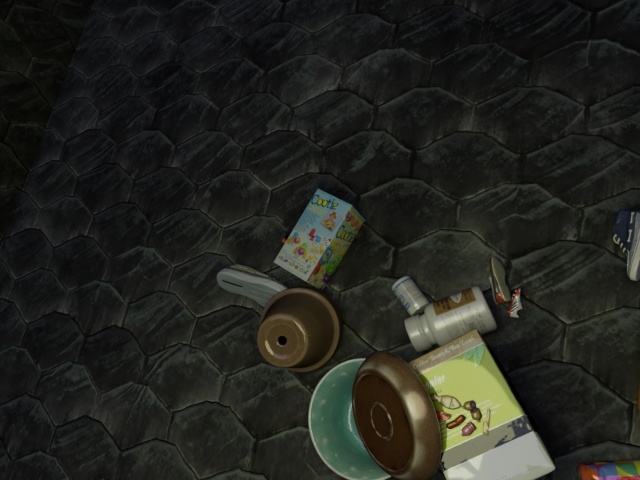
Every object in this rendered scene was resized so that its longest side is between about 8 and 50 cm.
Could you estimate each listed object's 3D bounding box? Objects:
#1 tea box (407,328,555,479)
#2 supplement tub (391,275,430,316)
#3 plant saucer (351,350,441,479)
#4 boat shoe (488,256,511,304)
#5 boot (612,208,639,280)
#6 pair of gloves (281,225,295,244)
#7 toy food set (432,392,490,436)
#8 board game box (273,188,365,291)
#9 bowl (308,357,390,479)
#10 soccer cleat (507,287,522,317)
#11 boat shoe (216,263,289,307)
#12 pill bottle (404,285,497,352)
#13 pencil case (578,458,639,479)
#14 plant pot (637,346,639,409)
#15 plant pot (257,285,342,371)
[{"bbox_3d":[0.381,0.423,1.252,0.220,0.329,0.323,-30,62,12],"label":"tea box"},{"bbox_3d":[0.267,0.165,1.536,0.071,0.071,0.107,-38,61,7],"label":"supplement tub"},{"bbox_3d":[0.158,0.417,1.211,0.310,0.050,0.310,23,117,58],"label":"plant saucer"},{"bbox_3d":[0.500,0.114,1.471,0.043,0.049,0.137,-40,53,52],"label":"boat shoe"},{"bbox_3d":[0.817,0.010,1.368,0.086,0.069,0.190,10,80,49],"label":"boot"},{"bbox_3d":[-0.090,-0.009,1.782,0.083,0.010,0.074,29,87,31],"label":"pair of gloves"},{"bbox_3d":[0.296,0.375,1.105,0.122,0.019,0.078,4,74,25],"label":"toy food set"},{"bbox_3d":[0.000,0.000,1.666,0.144,0.142,0.275,29,86,29],"label":"board game box"},{"bbox_3d":[0.140,0.490,1.426,0.311,0.163,0.311,-8,69,21],"label":"bowl"},{"bbox_3d":[0.547,0.175,1.439,0.036,0.029,0.083,19,84,18],"label":"soccer cleat"},{"bbox_3d":[-0.200,0.145,1.726,0.302,0.109,0.094,20,37,16],"label":"boat shoe"},{"bbox_3d":[0.359,0.225,1.442,0.229,0.131,0.131,-24,65,14],"label":"pill bottle"},{"bbox_3d":[0.726,0.558,1.192,0.236,0.104,0.104,-12,68,20],"label":"pencil case"},{"bbox_3d":[0.827,0.325,1.184,0.205,0.205,0.188,21,97,27],"label":"plant pot"},{"bbox_3d":[-0.083,0.274,1.518,0.263,0.229,0.263,0,91,14],"label":"plant pot"}]
